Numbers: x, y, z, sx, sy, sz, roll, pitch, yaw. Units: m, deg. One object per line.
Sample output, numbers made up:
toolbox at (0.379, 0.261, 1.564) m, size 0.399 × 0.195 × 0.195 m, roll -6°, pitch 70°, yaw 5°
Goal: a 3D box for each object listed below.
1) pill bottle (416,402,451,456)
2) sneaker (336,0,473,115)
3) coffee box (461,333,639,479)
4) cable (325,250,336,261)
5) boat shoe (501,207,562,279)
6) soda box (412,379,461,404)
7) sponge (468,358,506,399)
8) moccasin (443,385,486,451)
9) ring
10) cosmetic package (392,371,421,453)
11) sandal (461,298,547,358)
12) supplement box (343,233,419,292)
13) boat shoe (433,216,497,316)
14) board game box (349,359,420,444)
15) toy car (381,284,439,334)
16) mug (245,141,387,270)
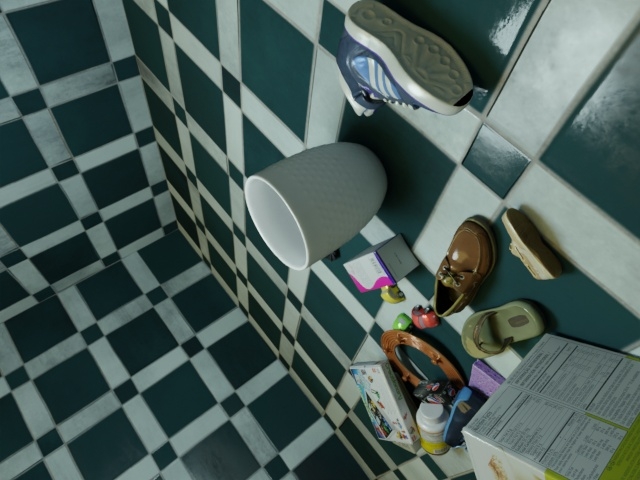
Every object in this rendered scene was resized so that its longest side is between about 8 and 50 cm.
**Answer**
pill bottle at (0.411, 0.674, 1.655) m, size 0.117 × 0.117 × 0.215 m, roll 28°, pitch 141°, yaw 46°
sneaker at (0.162, -0.329, 0.977) m, size 0.323 × 0.130 × 0.236 m, roll 45°, pitch 162°, yaw 14°
coffee box at (0.538, 0.447, 0.892) m, size 0.334 × 0.338 × 0.338 m, roll 10°, pitch 127°, yaw 53°
cable at (0.000, 0.000, 1.725) m, size 0.184 × 0.047 × 0.151 m, roll 32°, pitch 150°, yaw 38°
boat shoe at (0.423, 0.013, 0.944) m, size 0.170 × 0.063 × 0.059 m, roll 56°, pitch 149°, yaw 2°
soda box at (0.373, 0.490, 1.475) m, size 0.053 × 0.060 × 0.169 m, roll 43°, pitch 154°, yaw -4°
sponge at (0.519, 0.441, 1.296) m, size 0.210 × 0.031 × 0.117 m, roll 37°, pitch 148°, yaw 37°
moccasin at (0.462, 0.588, 1.430) m, size 0.116 × 0.138 × 0.342 m, roll 24°, pitch 150°, yaw 27°
ring at (0.338, 0.436, 1.553) m, size 0.336 × 0.032 × 0.337 m, roll 34°, pitch 151°, yaw 22°
cosmetic package at (0.307, 0.691, 1.870) m, size 0.310 × 0.113 × 0.160 m, roll 61°, pitch 154°, yaw -8°
sandal at (0.433, 0.229, 1.144) m, size 0.120 × 0.086 × 0.303 m, roll 51°, pitch 154°, yaw 15°
supplement box at (0.180, 0.074, 1.395) m, size 0.111 × 0.113 × 0.220 m, roll 57°, pitch 154°, yaw -2°
boat shoe at (0.344, 0.083, 1.116) m, size 0.110 × 0.104 × 0.308 m, roll 37°, pitch 148°, yaw 36°
board game box at (0.237, 0.604, 1.717) m, size 0.193 × 0.053 × 0.306 m, roll -25°, pitch 87°, yaw 55°
toy car at (0.273, 0.254, 1.500) m, size 0.239 × 0.053 × 0.225 m, roll 40°, pitch 149°, yaw 34°
mug at (-0.018, -0.127, 1.270) m, size 0.374 × 0.328 × 0.277 m, roll 18°, pitch 134°, yaw 54°
